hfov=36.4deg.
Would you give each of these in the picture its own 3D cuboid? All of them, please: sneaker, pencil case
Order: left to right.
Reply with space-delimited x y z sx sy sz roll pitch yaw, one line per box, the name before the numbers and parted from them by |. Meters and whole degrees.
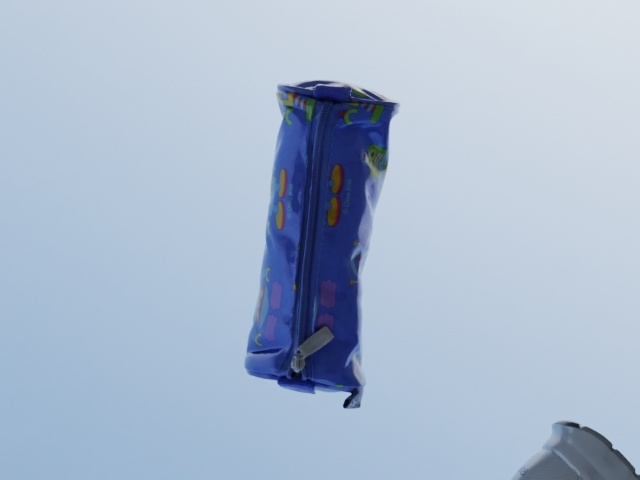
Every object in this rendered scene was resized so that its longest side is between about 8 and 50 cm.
pencil case | 0.000 0.000 0.924 0.119 0.306 0.133 7 -176 3
sneaker | 0.275 0.299 0.835 0.129 0.111 0.297 -40 -113 -7
